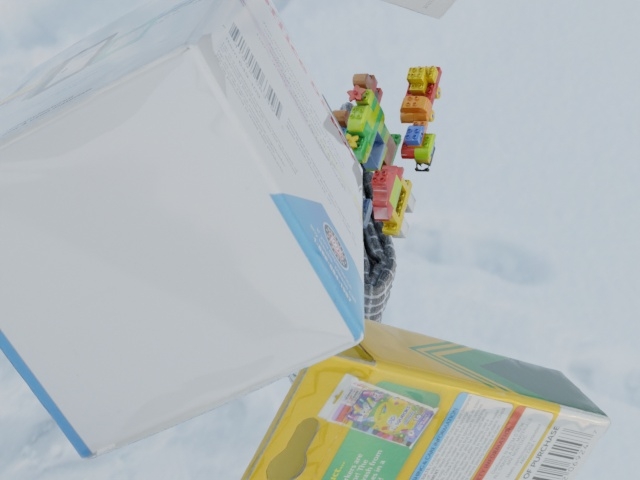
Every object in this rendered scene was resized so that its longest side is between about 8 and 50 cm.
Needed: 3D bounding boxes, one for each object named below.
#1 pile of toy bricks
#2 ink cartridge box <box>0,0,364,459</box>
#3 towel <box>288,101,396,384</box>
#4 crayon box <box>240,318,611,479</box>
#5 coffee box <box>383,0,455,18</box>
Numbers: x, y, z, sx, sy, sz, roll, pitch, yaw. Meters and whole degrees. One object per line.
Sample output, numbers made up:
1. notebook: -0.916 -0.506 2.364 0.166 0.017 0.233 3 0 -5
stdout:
1. pile of toy bricks: 0.054 -0.115 1.115 0.105 0.118 0.212 55 45 -51
2. ink cartridge box: -0.098 -0.038 0.711 0.198 0.197 0.270 60 14 -20
3. towel: 0.000 0.000 1.255 0.121 0.235 0.283 -6 59 -11
4. crayon box: 0.066 0.182 0.895 0.323 0.203 0.083 18 18 -34
5. coffee box: 0.107 -0.286 0.627 0.119 0.297 0.168 47 20 12
